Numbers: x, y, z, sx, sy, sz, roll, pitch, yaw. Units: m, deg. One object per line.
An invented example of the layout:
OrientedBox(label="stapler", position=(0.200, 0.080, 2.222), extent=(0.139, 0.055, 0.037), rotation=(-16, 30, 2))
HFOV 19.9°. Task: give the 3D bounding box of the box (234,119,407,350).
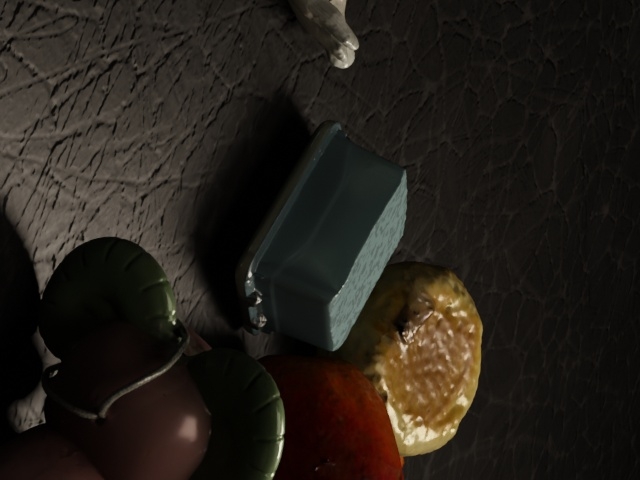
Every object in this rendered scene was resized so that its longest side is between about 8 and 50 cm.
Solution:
OrientedBox(label="box", position=(0.000, 0.000, 1.976), extent=(0.227, 0.130, 0.162), rotation=(-59, 164, -24))

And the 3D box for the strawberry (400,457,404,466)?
OrientedBox(label="strawberry", position=(0.054, 0.272, 2.270), extent=(0.146, 0.082, 0.187), rotation=(81, 30, -47))

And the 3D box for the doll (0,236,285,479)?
OrientedBox(label="doll", position=(-0.176, 0.162, 1.627), extent=(0.216, 0.284, 0.268), rotation=(-18, 145, -57))

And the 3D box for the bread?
OrientedBox(label="bread", position=(0.085, 0.139, 2.176), extent=(0.244, 0.134, 0.244), rotation=(-2, 93, -47))

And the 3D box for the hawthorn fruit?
OrientedBox(label="hawthorn fruit", position=(-0.003, 0.253, 1.967), extent=(0.224, 0.261, 0.224), rotation=(-30, 151, -19))

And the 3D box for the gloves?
OrientedBox(label="gloves", position=(0.014, -0.281, 1.887), extent=(0.140, 0.131, 0.218), rotation=(-57, 178, -31))
